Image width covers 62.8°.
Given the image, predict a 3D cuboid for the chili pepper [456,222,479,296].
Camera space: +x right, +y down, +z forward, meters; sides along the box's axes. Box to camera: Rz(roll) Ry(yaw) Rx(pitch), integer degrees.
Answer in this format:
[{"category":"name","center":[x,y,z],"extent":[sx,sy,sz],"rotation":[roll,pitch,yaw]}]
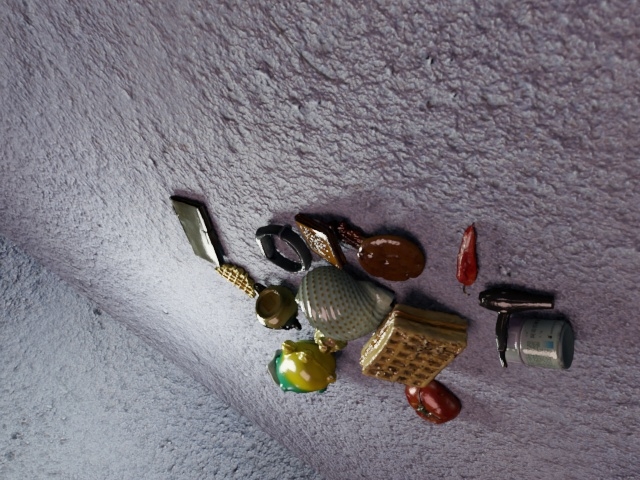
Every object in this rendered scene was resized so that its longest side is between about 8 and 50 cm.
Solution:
[{"category":"chili pepper","center":[0.402,0.062,1.438],"extent":[0.059,0.050,0.268],"rotation":[32,147,35]}]

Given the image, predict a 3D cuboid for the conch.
[{"category":"conch","center":[0.073,0.234,1.782],"extent":[0.319,0.215,0.303],"rotation":[18,151,26]}]

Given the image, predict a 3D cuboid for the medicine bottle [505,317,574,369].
[{"category":"medicine bottle","center":[0.596,0.282,1.451],"extent":[0.168,0.135,0.135],"rotation":[-3,129,41]}]

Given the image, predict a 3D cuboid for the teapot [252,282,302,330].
[{"category":"teapot","center":[-0.166,0.261,2.072],"extent":[0.269,0.173,0.182],"rotation":[42,-175,35]}]

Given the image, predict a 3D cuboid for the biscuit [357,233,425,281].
[{"category":"biscuit","center":[0.210,0.056,1.563],"extent":[0.212,0.036,0.212],"rotation":[10,143,8]}]

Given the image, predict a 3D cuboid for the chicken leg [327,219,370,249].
[{"category":"chicken leg","center":[0.114,-0.007,1.603],"extent":[0.219,0.048,0.089],"rotation":[26,146,15]}]

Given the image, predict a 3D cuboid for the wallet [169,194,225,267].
[{"category":"wallet","center":[-0.484,-0.035,2.082],"extent":[0.169,0.044,0.317],"rotation":[18,139,31]}]

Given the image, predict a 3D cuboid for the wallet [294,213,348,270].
[{"category":"wallet","center":[-0.003,0.001,1.671],"extent":[0.195,0.042,0.161],"rotation":[28,148,49]}]

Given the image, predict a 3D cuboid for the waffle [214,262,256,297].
[{"category":"waffle","center":[-0.347,0.169,2.196],"extent":[0.160,0.046,0.192],"rotation":[-5,127,41]}]

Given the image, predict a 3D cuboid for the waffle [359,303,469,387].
[{"category":"waffle","center":[0.296,0.353,1.736],"extent":[0.260,0.114,0.376],"rotation":[15,142,-4]}]

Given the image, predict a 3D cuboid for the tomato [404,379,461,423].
[{"category":"tomato","center":[0.422,0.636,2.032],"extent":[0.228,0.101,0.228],"rotation":[25,146,19]}]

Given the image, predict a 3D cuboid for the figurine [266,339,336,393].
[{"category":"figurine","center":[-0.075,0.543,2.236],"extent":[0.323,0.231,0.340],"rotation":[43,150,-11]}]

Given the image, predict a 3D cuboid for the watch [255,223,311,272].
[{"category":"watch","center":[-0.129,0.026,1.833],"extent":[0.193,0.068,0.206],"rotation":[15,143,22]}]

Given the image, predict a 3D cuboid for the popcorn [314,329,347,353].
[{"category":"popcorn","center":[0.042,0.364,2.023],"extent":[0.125,0.126,0.145],"rotation":[27,130,-32]}]

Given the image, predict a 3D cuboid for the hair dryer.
[{"category":"hair dryer","center":[0.521,0.238,1.416],"extent":[0.195,0.219,0.075],"rotation":[1,169,35]}]
